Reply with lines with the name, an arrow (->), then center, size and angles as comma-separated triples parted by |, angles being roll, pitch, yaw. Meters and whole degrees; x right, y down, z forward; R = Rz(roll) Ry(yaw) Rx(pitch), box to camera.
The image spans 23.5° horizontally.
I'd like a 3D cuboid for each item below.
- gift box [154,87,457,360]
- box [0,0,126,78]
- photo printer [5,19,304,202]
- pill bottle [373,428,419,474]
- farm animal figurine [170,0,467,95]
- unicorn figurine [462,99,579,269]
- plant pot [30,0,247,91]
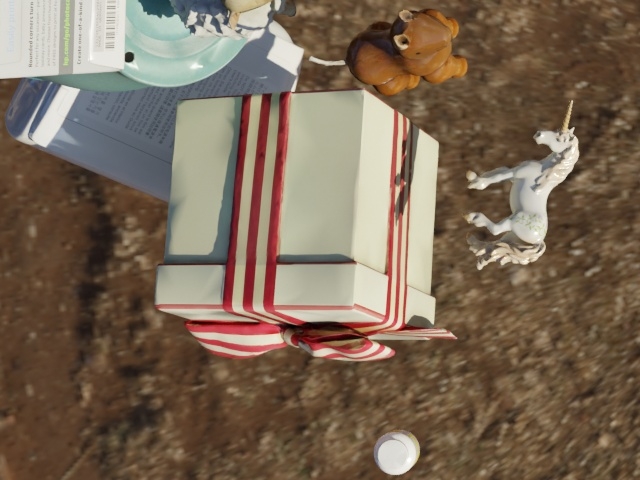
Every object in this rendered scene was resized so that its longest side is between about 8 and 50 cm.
gift box -> 0.000, 0.000, 1.629 | 0.255, 0.276, 0.258 | -2, 77, 30
box -> -0.197, -0.172, 0.941 | 0.038, 0.186, 0.145 | 12, 105, 37
photo printer -> -0.177, -0.179, 1.796 | 0.256, 0.307, 0.107 | -61, 38, 9
pill bottle -> 0.077, 0.215, 1.567 | 0.043, 0.083, 0.043 | -1, 86, 8
farm animal figurine -> 0.019, -0.286, 1.181 | 0.326, 0.172, 0.330 | 23, 107, 33
unicorn figurine -> 0.198, -0.049, 1.512 | 0.111, 0.060, 0.162 | -2, 80, 19
plant pot -> -0.190, -0.256, 1.418 | 0.255, 0.271, 0.272 | 28, 106, 53
